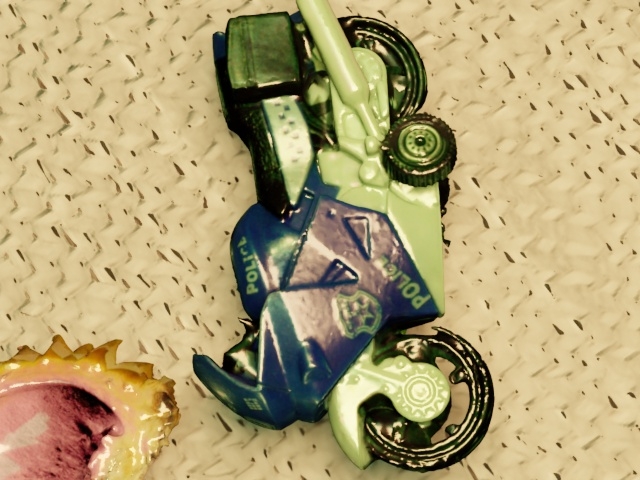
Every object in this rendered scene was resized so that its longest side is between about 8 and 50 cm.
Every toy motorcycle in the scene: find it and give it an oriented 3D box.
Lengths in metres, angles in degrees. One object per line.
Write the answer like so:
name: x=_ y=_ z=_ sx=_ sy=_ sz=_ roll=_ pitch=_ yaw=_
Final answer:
toy motorcycle: x=0.000 y=0.000 z=1.214 sx=0.196 sy=0.125 sz=0.331 roll=-10 pitch=76 yaw=-2

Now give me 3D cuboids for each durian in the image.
durian: x=-0.232 y=0.208 z=1.212 sx=0.191 sy=0.112 sz=0.341 roll=22 pitch=73 yaw=14

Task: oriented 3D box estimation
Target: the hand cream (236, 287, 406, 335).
hand cream: x=0.003 y=0.043 z=1.272 sx=0.122 sy=0.023 sz=0.036 roll=23 pitch=79 yaw=9
